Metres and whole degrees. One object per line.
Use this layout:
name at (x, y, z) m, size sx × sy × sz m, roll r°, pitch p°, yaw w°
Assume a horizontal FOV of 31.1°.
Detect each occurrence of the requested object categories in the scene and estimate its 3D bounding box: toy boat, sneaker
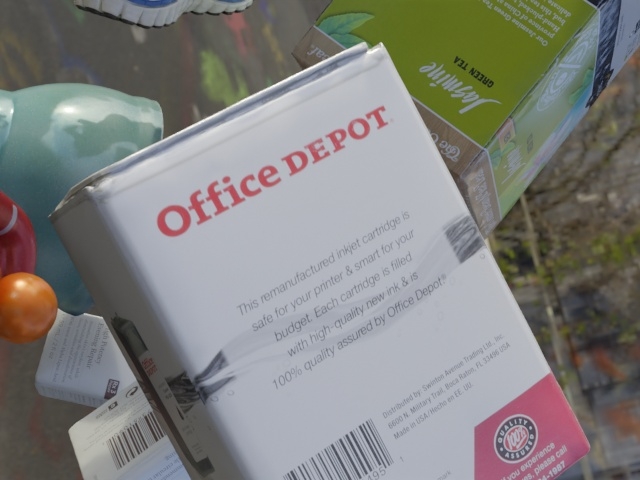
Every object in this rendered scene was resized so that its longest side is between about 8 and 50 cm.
toy boat at (-0.289, 0.034, 0.965) m, size 0.151 × 0.151 × 0.231 m, roll 32°, pitch -7°, yaw 4°
sneaker at (-0.149, -0.333, 1.284) m, size 0.330 × 0.130 × 0.147 m, roll -45°, pitch 152°, yaw -64°

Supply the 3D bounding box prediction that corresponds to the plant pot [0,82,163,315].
plant pot at (-0.348, -0.073, 1.425) m, size 0.196 × 0.293 × 0.293 m, roll 21°, pitch 43°, yaw -25°

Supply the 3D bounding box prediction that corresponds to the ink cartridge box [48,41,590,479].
ink cartridge box at (-0.001, 0.042, 0.529) m, size 0.217 × 0.159 × 0.092 m, roll 63°, pitch -26°, yaw -6°

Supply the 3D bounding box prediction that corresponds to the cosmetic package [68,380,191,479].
cosmetic package at (-0.132, 0.240, 1.154) m, size 0.183 × 0.151 × 0.151 m, roll 58°, pitch -8°, yaw -25°

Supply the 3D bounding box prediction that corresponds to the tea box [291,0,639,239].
tea box at (0.176, -0.208, 1.224) m, size 0.220 × 0.323 × 0.329 m, roll 39°, pitch 0°, yaw 16°

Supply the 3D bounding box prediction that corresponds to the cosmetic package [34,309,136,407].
cosmetic package at (-0.270, 0.180, 1.606) m, size 0.085 × 0.231 × 0.117 m, roll 112°, pitch -10°, yaw -69°
